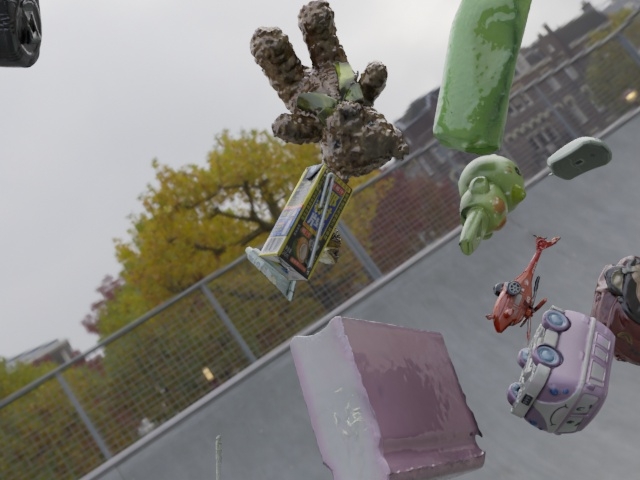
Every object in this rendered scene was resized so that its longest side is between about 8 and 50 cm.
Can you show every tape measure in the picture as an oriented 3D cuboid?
[{"bbox_3d":[-0.637,-0.446,1.583,0.112,0.186,0.199,5,21,5],"label":"tape measure"}]

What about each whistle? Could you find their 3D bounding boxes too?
[{"bbox_3d":[0.342,-0.072,1.528,0.141,0.141,0.294,-42,19,32],"label":"whistle"}]

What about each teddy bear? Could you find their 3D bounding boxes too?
[{"bbox_3d":[0.013,-0.266,1.412,0.246,0.296,0.222,-30,30,-7],"label":"teddy bear"}]

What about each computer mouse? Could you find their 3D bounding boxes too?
[{"bbox_3d":[0.632,-0.203,1.887,0.181,0.089,0.056,-33,21,50],"label":"computer mouse"}]

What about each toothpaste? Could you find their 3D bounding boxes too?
[{"bbox_3d":[-0.107,0.062,1.624,0.031,0.204,0.049,-1,-65,-35],"label":"toothpaste"}]

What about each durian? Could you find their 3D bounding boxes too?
[{"bbox_3d":[0.003,0.001,1.520,0.071,0.110,0.140,-31,-9,-29],"label":"durian"}]

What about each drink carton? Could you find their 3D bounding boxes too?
[{"bbox_3d":[-0.018,-0.028,1.131,0.056,0.071,0.166,-2,54,50],"label":"drink carton"}]

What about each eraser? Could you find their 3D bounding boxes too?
[{"bbox_3d":[0.124,0.281,1.305,0.122,0.272,0.359,-31,-24,26],"label":"eraser"}]

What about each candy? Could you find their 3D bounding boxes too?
[{"bbox_3d":[0.314,-0.339,1.493,0.132,0.142,0.344,19,-96,-65],"label":"candy"}]

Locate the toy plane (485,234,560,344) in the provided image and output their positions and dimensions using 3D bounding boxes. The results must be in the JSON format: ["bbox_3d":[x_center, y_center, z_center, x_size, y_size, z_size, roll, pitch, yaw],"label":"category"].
[{"bbox_3d":[0.355,0.074,1.330,0.194,0.077,0.126,-61,5,9],"label":"toy plane"}]

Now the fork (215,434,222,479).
[{"bbox_3d":[-0.151,0.348,1.142,0.016,0.115,0.012,12,-30,-33],"label":"fork"}]

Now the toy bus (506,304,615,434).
[{"bbox_3d":[0.421,0.229,1.338,0.202,0.142,0.142,-55,-13,-47],"label":"toy bus"}]

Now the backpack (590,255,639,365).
[{"bbox_3d":[0.656,0.151,1.583,0.229,0.229,0.139,-34,-7,-10],"label":"backpack"}]
